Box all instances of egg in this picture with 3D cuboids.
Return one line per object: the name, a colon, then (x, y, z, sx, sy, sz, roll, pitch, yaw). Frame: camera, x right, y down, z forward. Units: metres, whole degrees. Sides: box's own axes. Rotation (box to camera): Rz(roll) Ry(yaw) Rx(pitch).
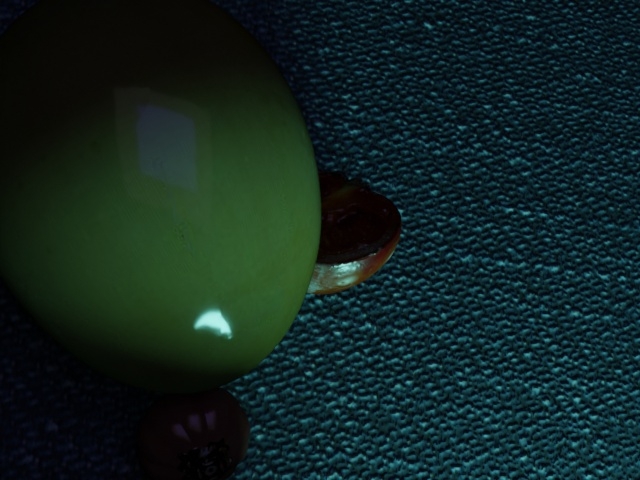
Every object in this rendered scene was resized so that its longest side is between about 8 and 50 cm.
egg: (-0.151, -0.049, 1.013, 0.301, 0.301, 0.373, -22, 79, -28)

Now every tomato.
tomato: (0.000, 0.000, 1.184, 0.159, 0.091, 0.139, 26, 48, 19)

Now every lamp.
lamp: (-0.117, 0.182, 1.054, 0.108, 0.107, 0.092, -10, 34, -26)
